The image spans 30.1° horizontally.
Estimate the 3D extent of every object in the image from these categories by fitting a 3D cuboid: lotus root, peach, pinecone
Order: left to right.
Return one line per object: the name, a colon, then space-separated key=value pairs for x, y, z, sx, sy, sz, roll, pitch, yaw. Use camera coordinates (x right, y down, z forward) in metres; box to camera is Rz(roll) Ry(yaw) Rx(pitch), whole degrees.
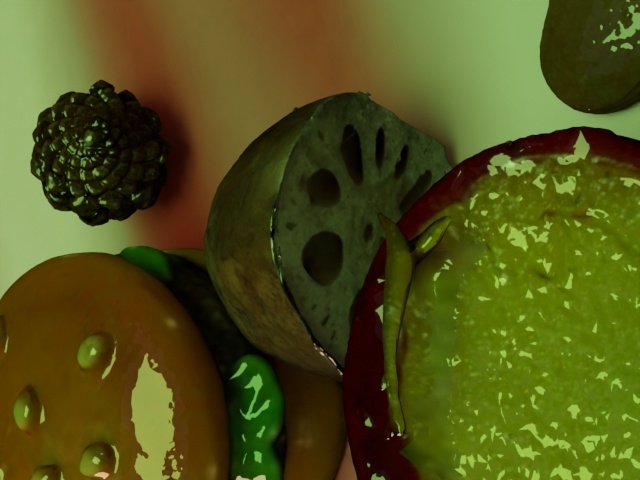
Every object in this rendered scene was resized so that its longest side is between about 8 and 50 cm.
pinecone: x=-0.253 y=-0.093 z=1.355 sx=0.174 sy=0.174 sz=0.173 roll=4 pitch=96 yaw=39
lotus root: x=0.000 y=0.000 z=1.099 sx=0.192 sy=0.272 sz=0.272 roll=1 pitch=94 yaw=50
peach: x=0.191 y=0.135 z=0.890 sx=0.335 sy=0.310 sz=0.405 roll=-15 pitch=68 yaw=7

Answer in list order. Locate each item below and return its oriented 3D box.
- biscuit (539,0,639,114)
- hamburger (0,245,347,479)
biscuit: x=0.219 y=-0.336 z=0.991 sx=0.394 sy=0.076 sz=0.368 roll=48 pitch=122 yaw=27
hamburger: x=-0.200 y=0.193 z=1.252 sx=0.396 sy=0.277 sz=0.395 roll=3 pitch=94 yaw=39
